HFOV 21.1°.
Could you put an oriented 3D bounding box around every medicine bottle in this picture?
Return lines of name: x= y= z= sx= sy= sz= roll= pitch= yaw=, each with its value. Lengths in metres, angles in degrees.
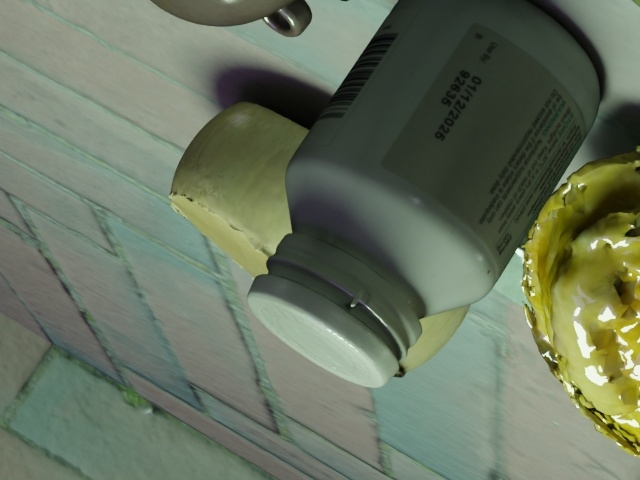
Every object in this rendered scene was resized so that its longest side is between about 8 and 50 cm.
medicine bottle: x=0.053 y=-0.030 z=0.968 sx=0.135 sy=0.215 sz=0.135 roll=31 pitch=164 yaw=10

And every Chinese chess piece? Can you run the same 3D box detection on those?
Chinese chess piece: x=0.000 y=0.000 z=1.315 sx=0.250 sy=0.103 sz=0.250 roll=36 pitch=172 yaw=6

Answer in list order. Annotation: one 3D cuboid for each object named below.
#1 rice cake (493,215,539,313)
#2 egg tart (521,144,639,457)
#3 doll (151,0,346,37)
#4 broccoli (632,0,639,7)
rice cake: x=0.212 y=0.047 z=1.161 sx=0.336 sy=0.063 sz=0.066 roll=32 pitch=146 yaw=11
egg tart: x=0.235 y=0.069 z=0.990 sx=0.297 sy=0.132 sz=0.297 roll=21 pitch=139 yaw=19
doll: x=-0.080 y=-0.206 z=0.890 sx=0.257 sy=0.117 sz=0.182 roll=44 pitch=162 yaw=-32
broccoli: x=0.160 y=-0.150 z=0.312 sx=0.304 sy=0.283 sz=0.321 roll=41 pitch=-177 yaw=23
